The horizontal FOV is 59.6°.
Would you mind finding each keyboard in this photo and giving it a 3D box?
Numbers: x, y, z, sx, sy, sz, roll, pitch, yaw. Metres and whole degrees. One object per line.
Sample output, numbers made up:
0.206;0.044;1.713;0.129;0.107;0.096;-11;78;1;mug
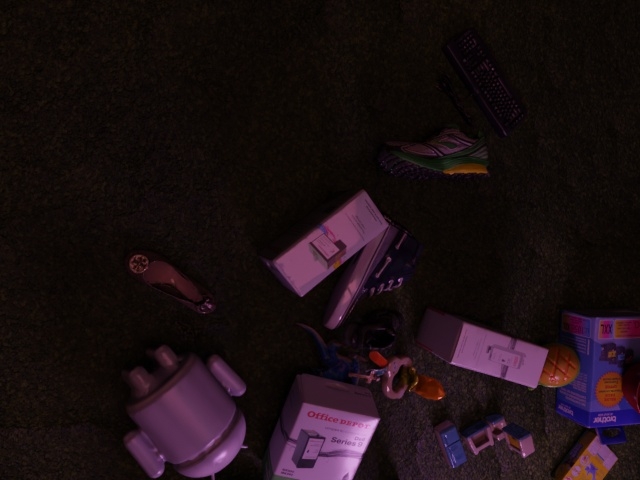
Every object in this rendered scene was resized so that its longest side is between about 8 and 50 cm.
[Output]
0.450;-0.430;1.589;0.201;0.033;0.317;-42;103;-10;keyboard

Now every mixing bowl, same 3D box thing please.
0.936;0.419;1.598;0.181;0.098;0.182;-1;94;-17;mixing bowl

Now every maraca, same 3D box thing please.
0.674;0.376;1.663;0.185;0.099;0.127;-19;70;13;maraca

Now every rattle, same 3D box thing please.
0.221;0.366;1.477;0.130;0.142;0.200;-44;137;-9;rattle

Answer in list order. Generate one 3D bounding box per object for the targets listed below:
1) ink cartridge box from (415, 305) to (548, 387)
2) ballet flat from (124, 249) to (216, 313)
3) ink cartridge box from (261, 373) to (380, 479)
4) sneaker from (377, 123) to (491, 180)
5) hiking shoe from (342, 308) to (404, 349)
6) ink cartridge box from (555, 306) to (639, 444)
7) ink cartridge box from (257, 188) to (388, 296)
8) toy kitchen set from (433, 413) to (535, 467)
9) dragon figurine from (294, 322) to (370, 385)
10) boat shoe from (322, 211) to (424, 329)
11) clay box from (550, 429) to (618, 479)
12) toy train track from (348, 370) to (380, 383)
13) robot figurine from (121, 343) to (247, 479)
0.438;0.290;1.535;0.282;0.207;0.117;19;89;-18;ink cartridge box
-0.361;0.103;1.358;0.249;0.058;0.084;36;82;-16;ballet flat
-0.004;0.505;1.412;0.211;0.121;0.289;15;108;-15;ink cartridge box
0.305;-0.241;1.518;0.343;0.134;0.147;-1;87;-26;sneaker
0.163;0.246;1.468;0.226;0.114;0.086;-13;114;-44;hiking shoe
0.882;0.412;1.712;0.269;0.151;0.396;1;95;-17;ink cartridge box
0.000;0.000;1.387;0.278;0.201;0.117;-38;103;-11;ink cartridge box
0.462;0.563;1.580;0.207;0.166;0.122;-24;100;-14;toy kitchen set
0.031;0.342;1.478;0.289;0.085;0.144;35;83;-17;dragon figurine
0.147;0.106;1.475;0.158;0.127;0.341;30;84;-10;boat shoe
0.822;0.726;1.759;0.222;0.053;0.127;-46;105;-8;clay box
0.113;0.355;1.442;0.083;0.014;0.048;11;125;-7;toy train track
-0.312;0.407;1.317;0.300;0.199;0.354;-40;103;-26;robot figurine
